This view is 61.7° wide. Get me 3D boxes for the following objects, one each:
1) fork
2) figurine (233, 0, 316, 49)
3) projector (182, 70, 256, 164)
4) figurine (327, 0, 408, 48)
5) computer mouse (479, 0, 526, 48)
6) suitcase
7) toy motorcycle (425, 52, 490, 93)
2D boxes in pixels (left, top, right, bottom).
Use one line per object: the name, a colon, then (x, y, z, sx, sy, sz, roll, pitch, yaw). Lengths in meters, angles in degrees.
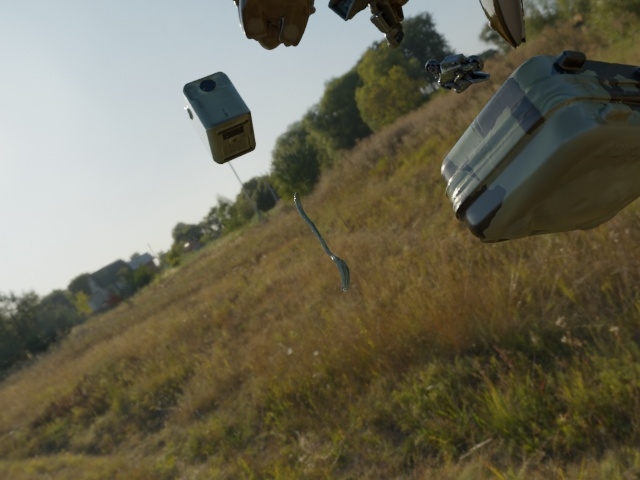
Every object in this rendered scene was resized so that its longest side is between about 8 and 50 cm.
fork: (0.005, -0.004, 1.000, 0.028, 0.219, 0.034, -40, -25, 27)
figurine: (-0.091, -0.503, 1.045, 0.177, 0.247, 0.172, -10, 43, 4)
projector: (-0.315, -0.386, 1.657, 0.164, 0.242, 0.177, -24, -28, -15)
figurine: (0.147, -0.698, 1.439, 0.167, 0.342, 0.285, 21, 30, 39)
computer mouse: (0.349, -0.535, 1.083, 0.072, 0.310, 0.158, -19, 41, 13)
suitcase: (0.374, -0.108, 0.844, 0.352, 0.193, 0.339, -5, -31, -30)
toy motorcycle: (0.399, -0.478, 1.549, 0.194, 0.124, 0.061, 12, 61, 47)
